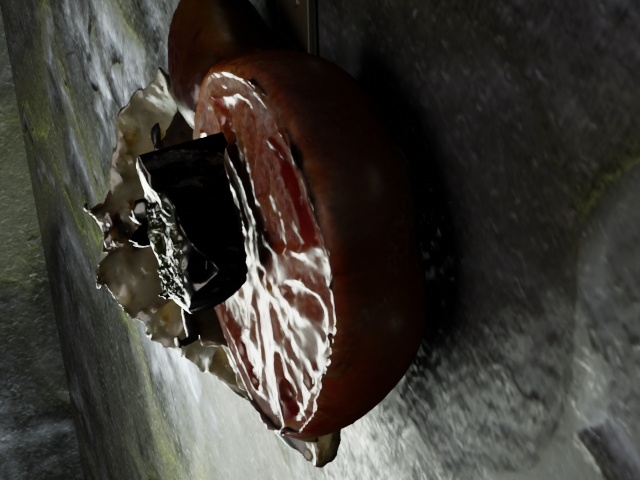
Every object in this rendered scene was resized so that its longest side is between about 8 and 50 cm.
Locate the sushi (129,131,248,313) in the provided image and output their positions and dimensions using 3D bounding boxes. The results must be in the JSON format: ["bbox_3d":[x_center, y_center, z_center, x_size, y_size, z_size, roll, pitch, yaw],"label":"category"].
[{"bbox_3d":[-0.075,-0.004,0.901,0.083,0.056,0.085,63,154,17],"label":"sushi"}]

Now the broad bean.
[{"bbox_3d":[-0.066,-0.124,1.054,0.165,0.084,0.114,-113,21,-52],"label":"broad bean"}]

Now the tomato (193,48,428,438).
[{"bbox_3d":[0.000,0.000,0.913,0.237,0.095,0.237,169,90,-70],"label":"tomato"}]

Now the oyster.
[{"bbox_3d":[-0.075,0.016,1.105,0.337,0.133,0.198,-123,28,-44],"label":"oyster"}]

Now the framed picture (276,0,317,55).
[{"bbox_3d":[-0.017,-0.165,0.992,0.066,0.006,0.089,-125,28,-53],"label":"framed picture"}]
